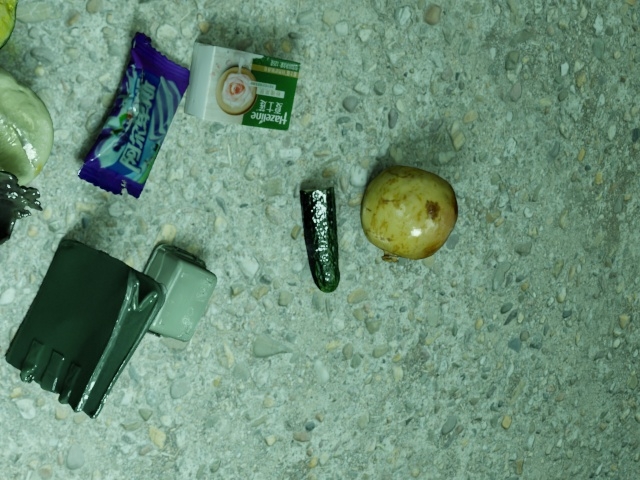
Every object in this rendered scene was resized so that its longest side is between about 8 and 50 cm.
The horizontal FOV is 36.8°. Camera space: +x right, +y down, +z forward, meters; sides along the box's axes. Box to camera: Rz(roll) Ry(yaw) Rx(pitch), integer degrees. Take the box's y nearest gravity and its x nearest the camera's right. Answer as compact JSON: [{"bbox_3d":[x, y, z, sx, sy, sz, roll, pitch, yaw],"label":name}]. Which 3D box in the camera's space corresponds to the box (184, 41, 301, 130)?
[{"bbox_3d":[-0.144,-0.283,1.782,0.199,0.081,0.135,3,102,-36],"label":"box"}]

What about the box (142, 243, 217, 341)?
[{"bbox_3d":[-0.272,0.105,1.794,0.124,0.093,0.172,25,88,-39],"label":"box"}]

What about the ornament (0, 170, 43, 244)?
[{"bbox_3d":[-0.562,-0.061,1.414,0.251,0.260,0.106,29,57,-39],"label":"ornament"}]

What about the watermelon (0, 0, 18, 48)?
[{"bbox_3d":[-0.563,-0.353,1.400,0.232,0.127,0.204,-20,100,-50],"label":"watermelon"}]

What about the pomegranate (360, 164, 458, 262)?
[{"bbox_3d":[0.188,-0.048,2.022,0.215,0.215,0.215,-12,111,-34],"label":"pomegranate"}]

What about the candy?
[{"bbox_3d":[-0.320,-0.212,1.679,0.145,0.070,0.275,24,87,-48],"label":"candy"}]

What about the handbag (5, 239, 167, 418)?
[{"bbox_3d":[-0.398,0.145,1.611,0.079,0.247,0.260,29,84,-45],"label":"handbag"}]

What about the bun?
[{"bbox_3d":[-0.528,-0.179,1.482,0.229,0.145,0.229,-4,138,-4],"label":"bun"}]

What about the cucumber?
[{"bbox_3d":[0.001,0.000,1.986,0.074,0.074,0.241,-20,116,-32],"label":"cucumber"}]
